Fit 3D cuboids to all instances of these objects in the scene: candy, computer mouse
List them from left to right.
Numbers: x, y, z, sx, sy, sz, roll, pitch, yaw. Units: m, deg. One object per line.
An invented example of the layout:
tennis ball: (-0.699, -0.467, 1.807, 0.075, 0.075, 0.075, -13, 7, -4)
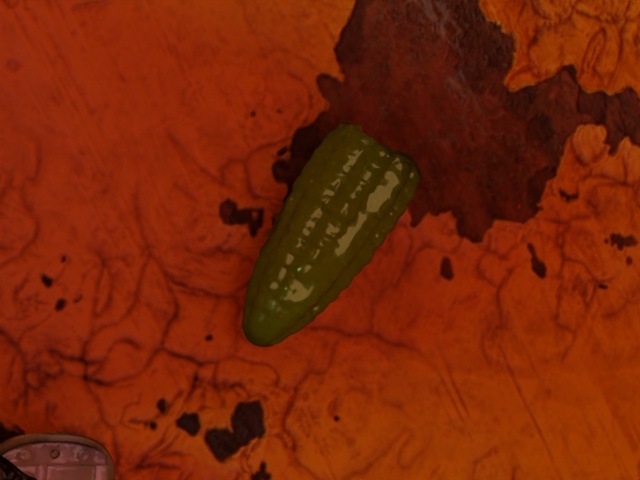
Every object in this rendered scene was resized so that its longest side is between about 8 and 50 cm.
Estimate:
computer mouse: (-0.228, 0.276, 1.622, 0.126, 0.056, 0.245, 1, 95, -24)
candy: (0.000, 0.000, 1.689, 0.096, 0.097, 0.209, 35, 86, -24)

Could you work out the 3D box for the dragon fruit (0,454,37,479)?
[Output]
dragon fruit: (-0.338, 0.266, 1.458, 0.295, 0.295, 0.302, 39, 94, -23)
